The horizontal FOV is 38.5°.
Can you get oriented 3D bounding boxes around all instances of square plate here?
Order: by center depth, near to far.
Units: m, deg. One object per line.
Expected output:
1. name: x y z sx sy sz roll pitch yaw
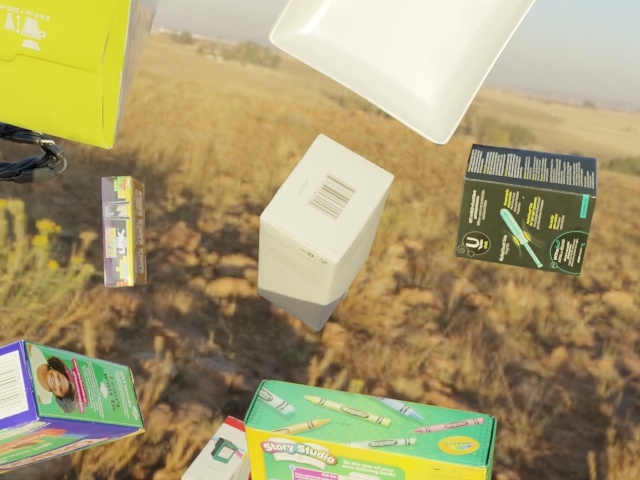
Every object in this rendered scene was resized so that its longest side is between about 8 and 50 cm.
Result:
1. square plate: 0.145 -0.387 1.496 0.347 0.344 0.049 32 9 1

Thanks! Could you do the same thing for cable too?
1. cable: -0.517 -0.147 1.495 0.185 0.047 0.150 -11 48 -33

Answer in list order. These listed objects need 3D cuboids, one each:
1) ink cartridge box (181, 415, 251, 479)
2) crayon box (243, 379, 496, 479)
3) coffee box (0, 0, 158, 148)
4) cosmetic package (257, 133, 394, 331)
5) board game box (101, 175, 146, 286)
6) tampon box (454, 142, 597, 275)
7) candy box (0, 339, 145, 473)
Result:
1. ink cartridge box: -0.186 0.441 1.772 0.078 0.134 0.231 22 34 13
2. crayon box: 0.057 0.267 1.073 0.279 0.165 0.081 7 37 13
3. coffee box: -0.360 -0.368 1.088 0.338 0.334 0.338 14 -34 -10
4. cosmetic package: 0.000 0.000 1.635 0.155 0.197 0.365 31 -23 7
5. board game box: -0.312 -0.011 1.460 0.048 0.170 0.141 -2 -2 -1
6. tampon box: 0.262 -0.042 1.171 0.161 0.120 0.101 9 34 11
7. candy box: -0.451 0.254 1.334 0.268 0.122 0.317 -19 -16 10
